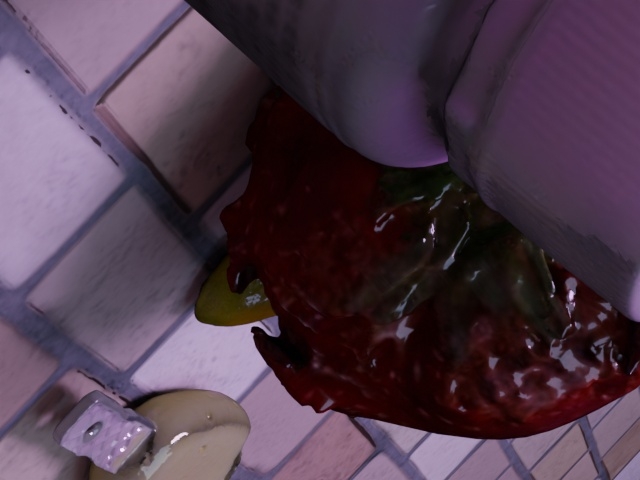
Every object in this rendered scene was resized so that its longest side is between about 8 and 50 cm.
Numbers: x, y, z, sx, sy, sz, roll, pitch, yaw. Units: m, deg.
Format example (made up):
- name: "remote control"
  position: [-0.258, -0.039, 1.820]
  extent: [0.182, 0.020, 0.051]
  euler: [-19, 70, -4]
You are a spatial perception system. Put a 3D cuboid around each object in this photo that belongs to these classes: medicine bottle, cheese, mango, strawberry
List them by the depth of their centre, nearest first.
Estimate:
- name: "medicine bottle"
  position: [0.083, -0.135, 0.811]
  extent: [0.241, 0.302, 0.241]
  euler: [-41, 159, -19]
- name: "strawberry"
  position: [0.080, -0.012, 1.137]
  extent: [0.274, 0.274, 0.220]
  euler: [-51, -179, 9]
- name: "mango"
  position: [0.000, 0.000, 1.260]
  extent: [0.187, 0.066, 0.101]
  euler: [-30, 154, -22]
- name: "cheese"
  position: [-0.115, 0.137, 1.288]
  extent: [0.127, 0.050, 0.255]
  euler: [-46, 160, -4]
